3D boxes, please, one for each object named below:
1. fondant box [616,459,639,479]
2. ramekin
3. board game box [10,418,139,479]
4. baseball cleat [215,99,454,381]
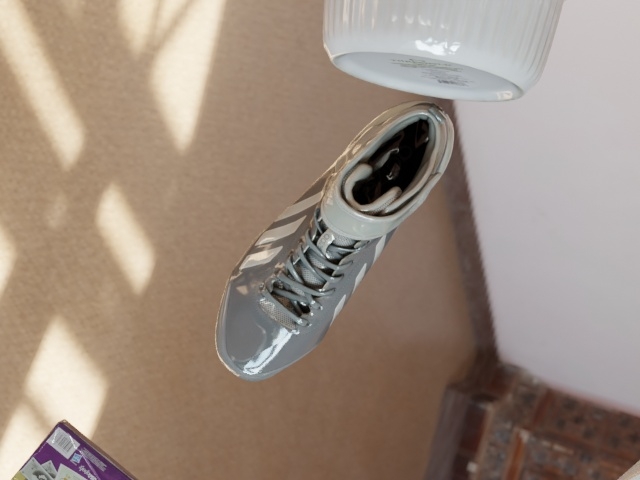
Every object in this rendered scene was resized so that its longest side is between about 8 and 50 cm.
[{"bbox_3d":[0.514,0.233,1.473,0.330,0.096,0.238,-22,164,-45],"label":"fondant box"},{"bbox_3d":[0.098,-0.186,1.013,0.207,0.207,0.109,16,83,-63],"label":"ramekin"},{"bbox_3d":[-0.268,0.419,1.587,0.208,0.347,0.056,-50,180,-6],"label":"board game box"},{"bbox_3d":[0.000,0.000,0.713,0.206,0.072,0.109,-55,177,7],"label":"baseball cleat"}]
